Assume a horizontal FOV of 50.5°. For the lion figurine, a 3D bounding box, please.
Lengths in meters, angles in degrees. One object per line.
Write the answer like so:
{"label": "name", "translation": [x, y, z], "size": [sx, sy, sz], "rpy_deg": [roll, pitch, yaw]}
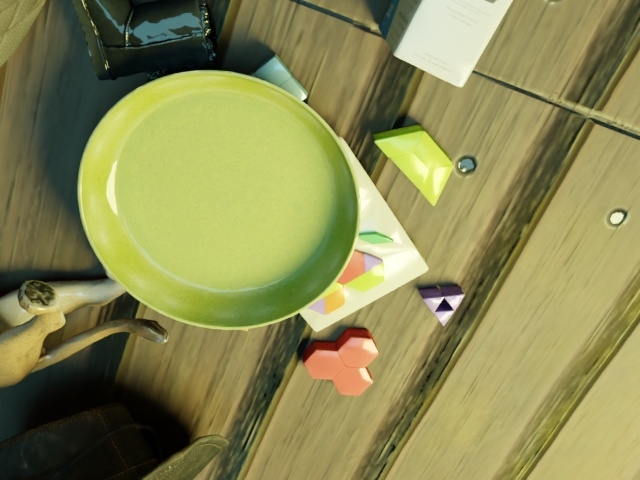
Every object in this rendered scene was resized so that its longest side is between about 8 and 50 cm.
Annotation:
{"label": "lion figurine", "translation": [-0.359, 0.059, 0.600], "size": [0.392, 0.142, 0.240], "rpy_deg": [34, 119, -24]}

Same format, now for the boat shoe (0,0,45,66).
{"label": "boat shoe", "translation": [-0.237, -0.273, 0.442], "size": [0.130, 0.132, 0.355], "rpy_deg": [21, 107, -4]}

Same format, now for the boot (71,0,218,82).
{"label": "boot", "translation": [-0.137, -0.180, 0.532], "size": [0.099, 0.045, 0.121], "rpy_deg": [-5, 126, 2]}

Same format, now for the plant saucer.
{"label": "plant saucer", "translation": [-0.085, -0.032, 0.592], "size": [0.241, 0.037, 0.240], "rpy_deg": [1, 117, 2]}

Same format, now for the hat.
{"label": "hat", "translation": [-0.265, 0.252, 0.691], "size": [0.331, 0.331, 0.134], "rpy_deg": [-41, 75, 18]}

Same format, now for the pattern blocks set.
{"label": "pattern blocks set", "translation": [0.000, 0.000, 0.649], "size": [0.325, 0.026, 0.285], "rpy_deg": [37, 110, -20]}

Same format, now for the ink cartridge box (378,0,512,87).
{"label": "ink cartridge box", "translation": [0.113, -0.215, 0.493], "size": [0.060, 0.104, 0.180], "rpy_deg": [22, 115, -13]}
